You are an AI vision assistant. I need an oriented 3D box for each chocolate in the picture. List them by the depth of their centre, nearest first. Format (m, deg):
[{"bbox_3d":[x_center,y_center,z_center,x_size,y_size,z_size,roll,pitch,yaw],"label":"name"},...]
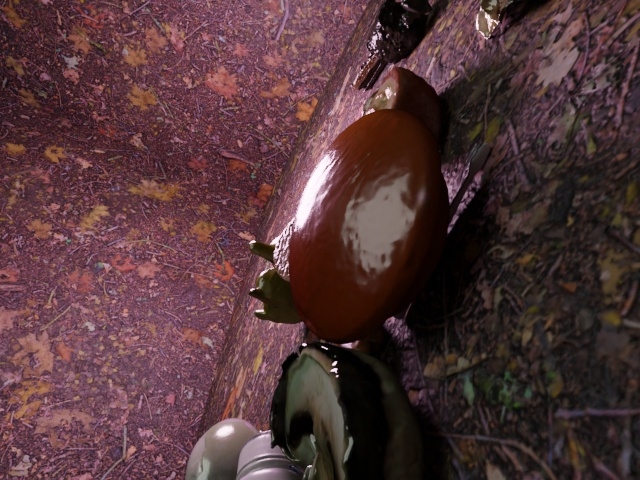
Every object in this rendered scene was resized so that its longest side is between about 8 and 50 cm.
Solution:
[{"bbox_3d":[0.205,-0.611,1.356,0.102,0.065,0.329,-55,3,-41],"label":"chocolate"}]

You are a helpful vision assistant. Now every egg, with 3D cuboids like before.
[{"bbox_3d":[-0.197,0.492,0.928,0.217,0.183,0.183,-110,44,-75],"label":"egg"}]

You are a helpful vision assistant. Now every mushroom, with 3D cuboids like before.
[{"bbox_3d":[0.030,0.263,0.570,0.344,0.129,0.248,141,132,-66],"label":"mushroom"}]

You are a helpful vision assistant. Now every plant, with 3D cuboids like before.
[{"bbox_3d":[0.212,-0.579,1.128,0.203,0.131,0.143,-45,23,54],"label":"plant"}]

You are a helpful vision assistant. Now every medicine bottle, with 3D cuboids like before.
[{"bbox_3d":[-0.073,0.430,0.635,0.143,0.143,0.258,-62,16,21],"label":"medicine bottle"}]

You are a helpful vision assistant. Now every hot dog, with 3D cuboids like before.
[{"bbox_3d":[0.064,0.160,0.721,0.090,0.060,0.140,-66,21,-8],"label":"hot dog"}]

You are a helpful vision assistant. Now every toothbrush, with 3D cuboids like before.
[{"bbox_3d":[0.175,-0.010,0.630,0.024,0.021,0.288,-108,42,-77],"label":"toothbrush"}]

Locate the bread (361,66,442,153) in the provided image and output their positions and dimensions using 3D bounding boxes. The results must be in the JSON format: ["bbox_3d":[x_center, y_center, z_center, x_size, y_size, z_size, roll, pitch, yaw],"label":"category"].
[{"bbox_3d":[0.154,-0.226,0.830,0.190,0.123,0.244,-60,17,22],"label":"bread"}]

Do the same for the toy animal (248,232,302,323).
[{"bbox_3d":[-0.088,0.053,1.162,0.181,0.180,0.363,79,-168,-49],"label":"toy animal"}]

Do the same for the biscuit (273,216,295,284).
[{"bbox_3d":[0.000,0.001,1.000,0.261,0.037,0.262,-22,42,21],"label":"biscuit"}]

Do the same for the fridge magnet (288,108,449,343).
[{"bbox_3d":[0.060,-0.022,0.655,0.363,0.155,0.364,-43,38,46],"label":"fridge magnet"}]

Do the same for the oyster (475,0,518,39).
[{"bbox_3d":[0.328,-0.496,0.630,0.355,0.107,0.201,-64,18,16],"label":"oyster"}]
